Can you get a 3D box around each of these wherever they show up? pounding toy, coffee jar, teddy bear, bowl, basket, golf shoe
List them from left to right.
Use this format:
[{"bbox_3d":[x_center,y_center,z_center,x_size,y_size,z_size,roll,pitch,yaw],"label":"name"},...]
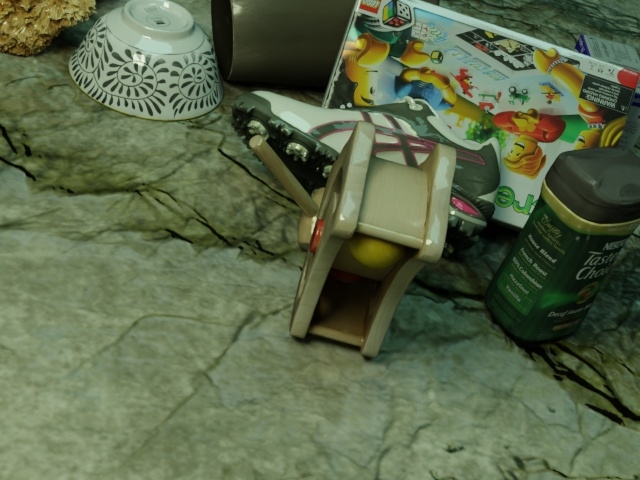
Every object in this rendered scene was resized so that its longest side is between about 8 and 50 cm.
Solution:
[{"bbox_3d":[-0.337,-0.340,1.151,0.245,0.113,0.338,17,37,1],"label":"teddy bear"},{"bbox_3d":[-0.179,-0.209,1.079,0.170,0.080,0.170,13,37,-10],"label":"bowl"},{"bbox_3d":[-0.002,-0.254,1.140,0.227,0.204,0.154,-6,48,-16],"label":"basket"},{"bbox_3d":[0.000,0.000,0.819,0.155,0.269,0.154,16,77,-5],"label":"pounding toy"},{"bbox_3d":[0.045,-0.089,0.976,0.273,0.105,0.120,25,71,-6],"label":"golf shoe"},{"bbox_3d":[0.224,0.002,0.903,0.096,0.184,0.079,-9,45,-32],"label":"coffee jar"}]

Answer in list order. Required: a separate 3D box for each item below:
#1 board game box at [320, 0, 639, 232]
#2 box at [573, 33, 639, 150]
[{"bbox_3d":[0.156,-0.127,1.045,0.305,0.193,0.053,18,-3,-2],"label":"board game box"},{"bbox_3d":[0.318,-0.147,1.171,0.072,0.137,0.126,13,37,-6],"label":"box"}]
